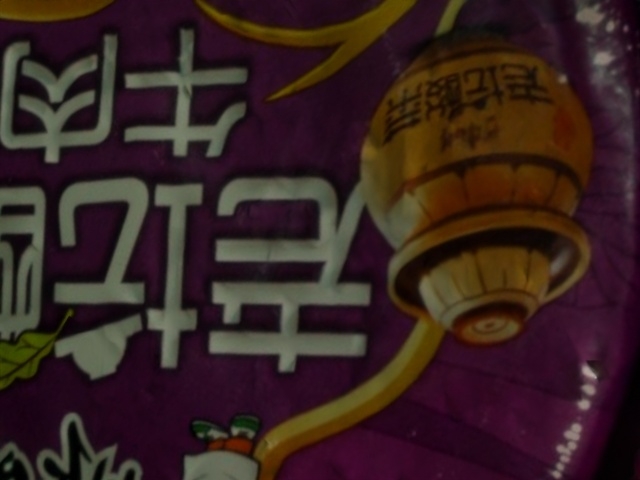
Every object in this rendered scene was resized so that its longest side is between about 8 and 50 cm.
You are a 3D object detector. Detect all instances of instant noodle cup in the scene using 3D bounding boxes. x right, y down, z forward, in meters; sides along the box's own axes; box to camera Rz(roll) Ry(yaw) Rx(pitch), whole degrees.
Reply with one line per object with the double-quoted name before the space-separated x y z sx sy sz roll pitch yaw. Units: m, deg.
"instant noodle cup" 0.000 0.000 0.449 0.190 0.251 0.251 10 44 -60
